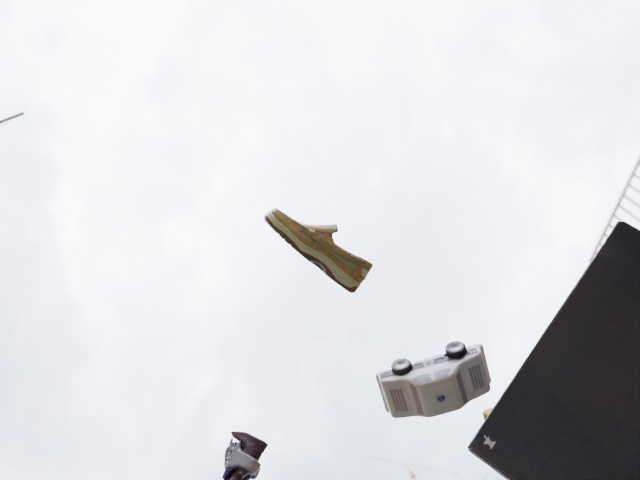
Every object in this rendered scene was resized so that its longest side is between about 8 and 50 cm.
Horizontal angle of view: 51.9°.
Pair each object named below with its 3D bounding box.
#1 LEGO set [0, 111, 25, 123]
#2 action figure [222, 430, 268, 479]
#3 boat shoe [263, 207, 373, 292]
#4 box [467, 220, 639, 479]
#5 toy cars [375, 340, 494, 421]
[{"bbox_3d":[-0.508,-0.093,0.863,0.183,0.244,0.060,-22,-72,12],"label":"LEGO set"},{"bbox_3d":[-0.179,0.508,1.218,0.099,0.284,0.185,9,-36,15],"label":"action figure"},{"bbox_3d":[0.000,0.000,1.037,0.190,0.068,0.072,38,-87,-14],"label":"boat shoe"},{"bbox_3d":[0.391,0.162,0.886,0.343,0.179,0.313,-62,-23,14],"label":"box"},{"bbox_3d":[0.286,0.278,1.094,0.394,0.087,0.176,21,-70,-12],"label":"toy cars"}]
